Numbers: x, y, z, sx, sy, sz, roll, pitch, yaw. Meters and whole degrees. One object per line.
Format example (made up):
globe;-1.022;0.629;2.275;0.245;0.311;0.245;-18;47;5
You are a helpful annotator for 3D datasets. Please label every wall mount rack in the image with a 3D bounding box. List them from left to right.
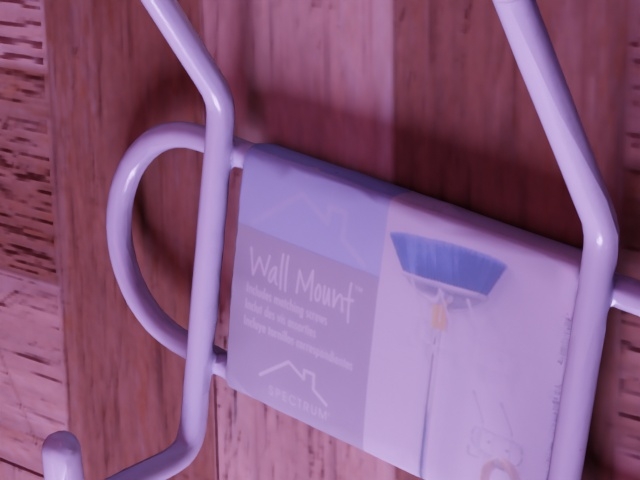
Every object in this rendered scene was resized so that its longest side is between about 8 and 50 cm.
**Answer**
wall mount rack;0.000;0.000;0.650;0.350;0.130;0.304;20;115;37
